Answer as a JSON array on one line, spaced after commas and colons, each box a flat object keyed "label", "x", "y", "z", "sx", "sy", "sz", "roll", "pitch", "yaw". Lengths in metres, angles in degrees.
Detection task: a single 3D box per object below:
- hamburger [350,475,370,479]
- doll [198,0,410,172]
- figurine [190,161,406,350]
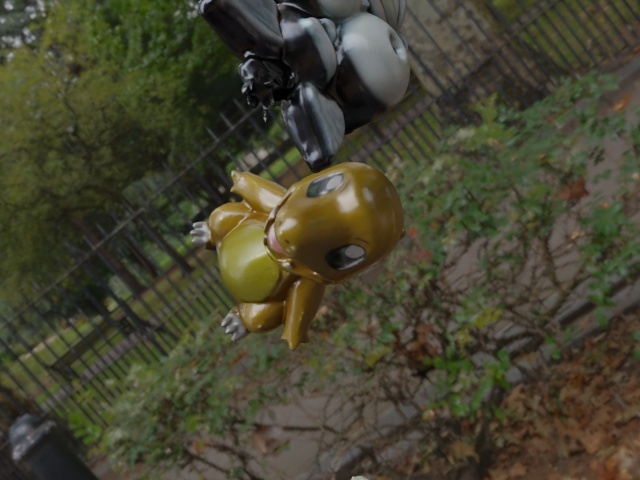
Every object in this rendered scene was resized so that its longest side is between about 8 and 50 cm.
[{"label": "hamburger", "x": 0.028, "y": 0.345, "z": 0.707, "sx": 0.135, "sy": 0.155, "sz": 0.208, "roll": -19, "pitch": -51, "yaw": -33}, {"label": "doll", "x": 0.008, "y": -0.110, "z": 0.388, "sx": 0.067, "sy": 0.091, "sz": 0.219, "roll": -22, "pitch": 23, "yaw": 27}, {"label": "figurine", "x": 0.004, "y": -0.001, "z": 0.490, "sx": 0.122, "sy": 0.122, "sz": 0.176, "roll": -14, "pitch": -6, "yaw": -27}]
